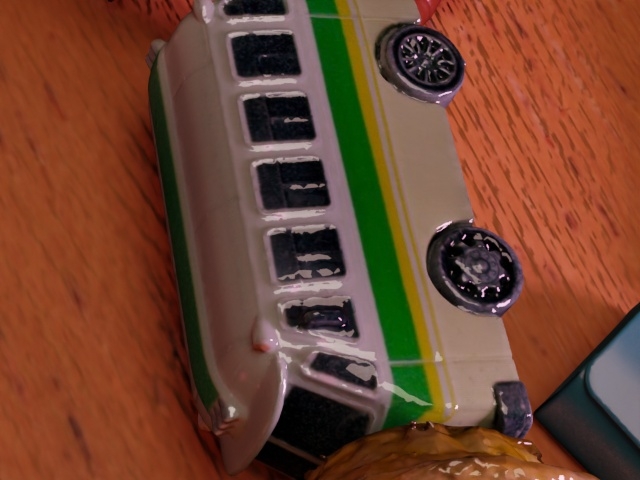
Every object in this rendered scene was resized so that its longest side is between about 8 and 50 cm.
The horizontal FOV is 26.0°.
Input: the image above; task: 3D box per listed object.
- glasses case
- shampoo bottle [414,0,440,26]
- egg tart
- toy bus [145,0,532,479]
[{"bbox_3d":[0.272,0.166,0.798,0.301,0.070,0.117,46,57,7],"label":"glasses case"},{"bbox_3d":[0.091,-0.223,0.945,0.085,0.085,0.244,32,56,-1],"label":"shampoo bottle"},{"bbox_3d":[0.050,0.143,0.656,0.191,0.191,0.074,8,47,-17],"label":"egg tart"},{"bbox_3d":[0.000,0.000,0.750,0.164,0.134,0.276,0,60,-22],"label":"toy bus"}]
